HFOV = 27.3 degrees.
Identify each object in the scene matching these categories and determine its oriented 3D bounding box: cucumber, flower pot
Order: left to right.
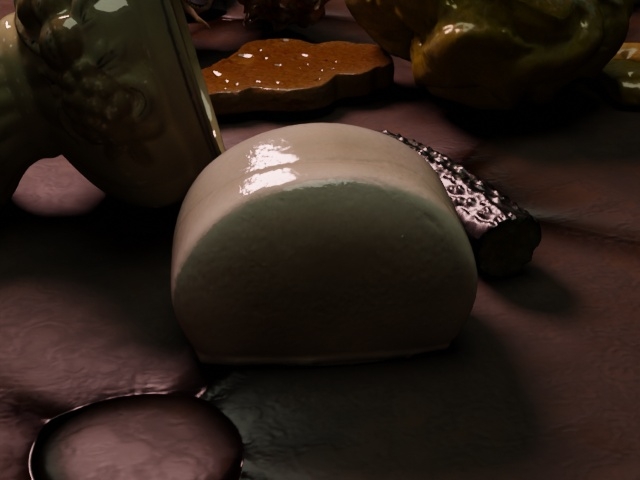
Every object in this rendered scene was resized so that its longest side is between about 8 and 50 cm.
[{"bbox_3d":[-0.240,-0.157,1.258,0.244,0.307,0.307,-18,28,-1],"label":"flower pot"},{"bbox_3d":[0.104,-0.052,1.266,0.072,0.072,0.300,-13,30,-24],"label":"cucumber"}]

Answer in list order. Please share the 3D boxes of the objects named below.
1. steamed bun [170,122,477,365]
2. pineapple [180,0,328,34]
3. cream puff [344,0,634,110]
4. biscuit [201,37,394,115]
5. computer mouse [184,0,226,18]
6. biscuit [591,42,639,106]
[{"bbox_3d":[0.000,0.000,1.059,0.241,0.164,0.146,-2,28,-7],"label":"steamed bun"},{"bbox_3d":[-0.150,-0.372,1.714,0.271,0.262,0.262,-19,32,-32],"label":"pineapple"},{"bbox_3d":[0.186,-0.266,1.545,0.323,0.270,0.274,7,62,-23],"label":"cream puff"},{"bbox_3d":[-0.066,-0.190,1.573,0.320,0.047,0.183,-19,30,-34],"label":"biscuit"},{"bbox_3d":[-0.185,-0.376,1.926,0.106,0.062,0.192,3,28,5],"label":"computer mouse"},{"bbox_3d":[0.337,-0.210,1.628,0.183,0.039,0.174,6,29,11],"label":"biscuit"}]
